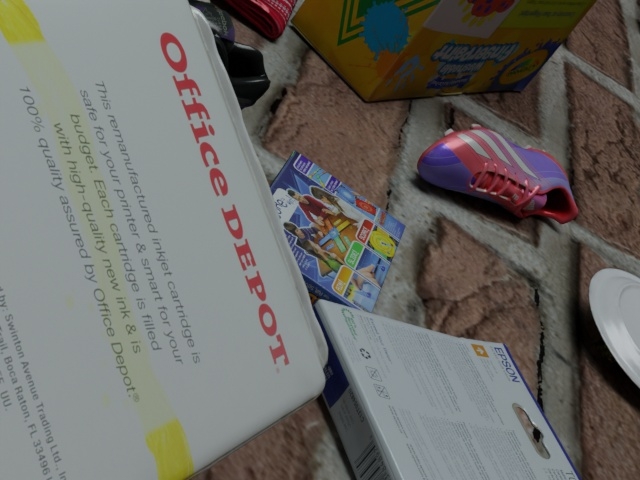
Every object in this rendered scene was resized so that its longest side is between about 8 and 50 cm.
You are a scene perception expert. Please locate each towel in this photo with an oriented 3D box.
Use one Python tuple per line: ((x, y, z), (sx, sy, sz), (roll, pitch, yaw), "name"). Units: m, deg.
((-0.104, -0.361, 1.617), (0.199, 0.031, 0.275), (39, 26, -13), "towel")

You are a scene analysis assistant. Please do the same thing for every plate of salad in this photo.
((0.359, 0.117, 1.409), (0.199, 0.048, 0.200), (28, 38, -24), "plate of salad")

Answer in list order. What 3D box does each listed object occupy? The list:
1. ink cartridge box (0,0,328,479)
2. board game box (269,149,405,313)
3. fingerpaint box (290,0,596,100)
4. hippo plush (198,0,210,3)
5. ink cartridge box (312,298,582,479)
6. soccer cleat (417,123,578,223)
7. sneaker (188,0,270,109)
((-0.188, 0.026, 0.698), (0.384, 0.160, 0.279), (-22, 93, -58), "ink cartridge box")
((0.000, 0.000, 1.196), (0.136, 0.035, 0.201), (35, 28, -3), "board game box")
((0.225, -0.373, 1.665), (0.163, 0.371, 0.444), (48, 31, 19), "fingerpaint box")
((-0.178, -0.343, 1.307), (0.234, 0.237, 0.294), (26, 29, -19), "hippo plush")
((0.106, 0.158, 1.060), (0.224, 0.045, 0.223), (16, 34, -35), "ink cartridge box")
((0.212, -0.071, 1.503), (0.248, 0.083, 0.095), (7, 44, -47), "soccer cleat")
((-0.146, -0.184, 1.114), (0.283, 0.124, 0.107), (29, 43, -58), "sneaker")
